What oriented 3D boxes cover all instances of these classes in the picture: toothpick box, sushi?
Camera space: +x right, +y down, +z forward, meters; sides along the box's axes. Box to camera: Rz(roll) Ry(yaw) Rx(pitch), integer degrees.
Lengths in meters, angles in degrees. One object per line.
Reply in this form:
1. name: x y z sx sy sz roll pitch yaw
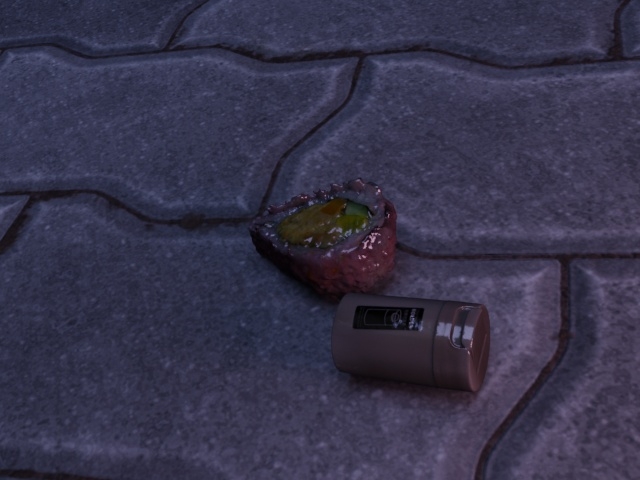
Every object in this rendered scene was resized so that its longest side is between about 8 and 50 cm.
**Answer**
1. toothpick box: 0.117 0.126 1.032 0.180 0.111 0.111 4 46 25
2. sushi: 0.002 0.013 1.197 0.241 0.107 0.161 -15 41 15
